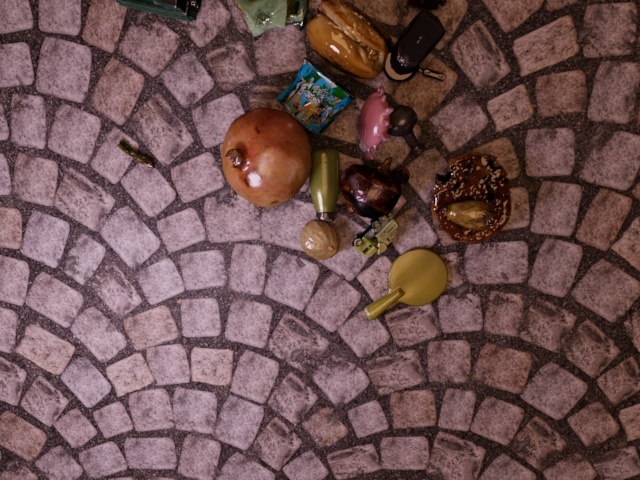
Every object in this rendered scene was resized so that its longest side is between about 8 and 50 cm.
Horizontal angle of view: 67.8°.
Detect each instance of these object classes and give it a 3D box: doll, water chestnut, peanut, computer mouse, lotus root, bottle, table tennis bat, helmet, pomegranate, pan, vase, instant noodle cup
[{"bbox_3d":[0.187,-0.406,1.665,0.093,0.211,0.262,-4,115,-19],"label":"doll"},{"bbox_3d":[0.186,-0.194,1.696,0.223,0.224,0.238,21,102,0],"label":"water chestnut"},{"bbox_3d":[0.000,0.000,1.796,0.159,0.109,0.141,31,101,-1],"label":"peanut"},{"bbox_3d":[0.335,-0.686,1.642,0.122,0.073,0.217,39,87,-12],"label":"computer mouse"},{"bbox_3d":[0.516,-0.096,1.682,0.190,0.094,0.108,13,104,9],"label":"lotus root"},{"bbox_3d":[0.016,-0.200,1.743,0.111,0.112,0.261,-1,92,4],"label":"bottle"},{"bbox_3d":[0.324,0.183,1.842,0.368,0.054,0.224,-39,97,5],"label":"table tennis bat"},{"bbox_3d":[0.294,-0.246,1.762,0.083,0.049,0.065,5,136,29],"label":"helmet"},{"bbox_3d":[-0.195,-0.284,1.644,0.337,0.338,0.339,1,101,4],"label":"pomegranate"},{"bbox_3d":[0.333,-0.614,1.701,0.234,0.028,0.136,21,102,3],"label":"pan"},{"bbox_3d":[0.308,-0.390,1.709,0.120,0.120,0.183,-32,111,9],"label":"vase"},{"bbox_3d":[-0.017,-0.494,1.658,0.240,0.240,0.178,38,108,-4],"label":"instant noodle cup"}]

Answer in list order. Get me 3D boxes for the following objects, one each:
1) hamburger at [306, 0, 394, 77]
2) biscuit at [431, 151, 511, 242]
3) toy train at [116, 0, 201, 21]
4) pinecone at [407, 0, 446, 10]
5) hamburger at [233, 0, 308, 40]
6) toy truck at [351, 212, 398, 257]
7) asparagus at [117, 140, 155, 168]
[{"bbox_3d":[0.094,-0.652,1.570,0.284,0.304,0.174,32,103,-3],"label":"hamburger"},{"bbox_3d":[0.548,-0.156,1.747,0.289,0.081,0.334,-3,104,4],"label":"biscuit"},{"bbox_3d":[-0.581,-0.868,1.641,0.330,0.178,0.139,13,102,0],"label":"toy train"},{"bbox_3d":[0.368,-0.874,1.592,0.162,0.163,0.165,19,85,0],"label":"pinecone"},{"bbox_3d":[-0.174,-0.848,1.632,0.275,0.150,0.261,-11,101,5],"label":"hamburger"},{"bbox_3d":[0.216,-0.018,1.793,0.116,0.085,0.191,43,98,-9],"label":"toy truck"},{"bbox_3d":[-0.702,-0.325,1.824,0.165,0.030,0.036,33,74,-2],"label":"asparagus"}]
